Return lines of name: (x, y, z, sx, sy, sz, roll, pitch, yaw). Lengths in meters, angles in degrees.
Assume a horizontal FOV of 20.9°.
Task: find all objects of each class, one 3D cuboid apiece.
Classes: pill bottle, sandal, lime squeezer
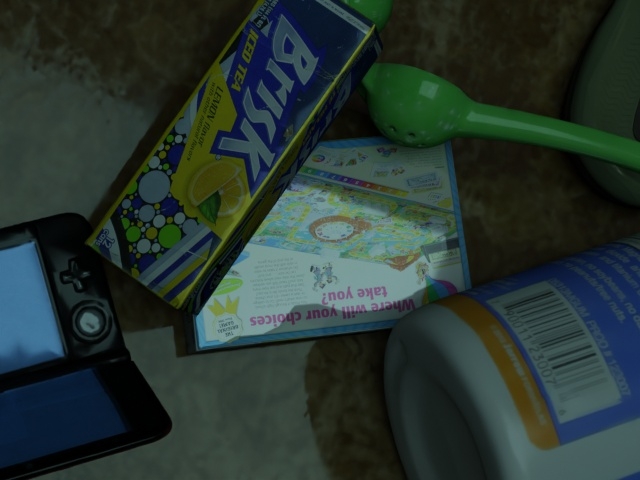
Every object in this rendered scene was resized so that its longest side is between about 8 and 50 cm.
pill bottle: (0.183, 0.069, 0.897, 0.272, 0.152, 0.152, -17, 87, -18)
sandal: (0.229, -0.159, 0.976, 0.120, 0.086, 0.303, 21, 77, -13)
lime squeezer: (0.049, -0.121, 0.911, 0.110, 0.059, 0.310, -42, 76, 7)

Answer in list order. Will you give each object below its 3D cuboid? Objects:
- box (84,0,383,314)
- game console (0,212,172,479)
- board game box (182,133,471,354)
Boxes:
box: (-0.040, -0.048, 0.857, 0.059, 0.054, 0.169, 35, 90, 8)
game console: (-0.159, 0.055, 0.833, 0.144, 0.085, 0.124, -15, 87, -18)
board game box: (0.000, 0.000, 0.918, 0.154, 0.026, 0.103, -5, 83, -17)
